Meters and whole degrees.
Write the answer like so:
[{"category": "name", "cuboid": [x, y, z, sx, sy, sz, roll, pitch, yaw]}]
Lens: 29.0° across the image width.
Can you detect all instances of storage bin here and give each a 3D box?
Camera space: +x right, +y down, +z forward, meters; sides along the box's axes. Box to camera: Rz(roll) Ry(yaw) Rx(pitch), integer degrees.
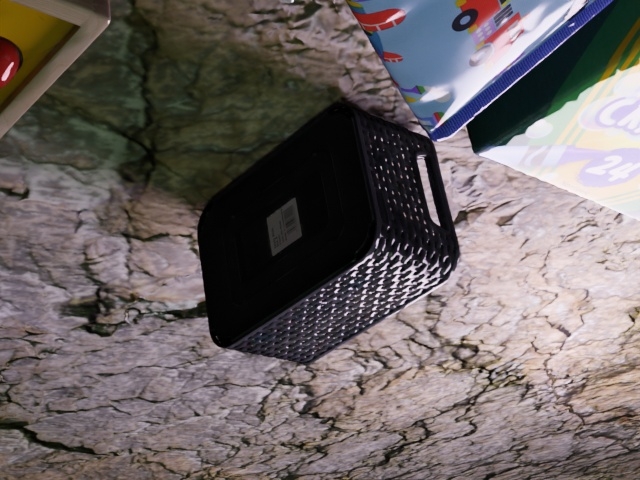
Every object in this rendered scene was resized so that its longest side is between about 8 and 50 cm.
[{"category": "storage bin", "cuboid": [0.000, 0.000, 0.891, 0.084, 0.122, 0.180, 16, 142, -39]}]

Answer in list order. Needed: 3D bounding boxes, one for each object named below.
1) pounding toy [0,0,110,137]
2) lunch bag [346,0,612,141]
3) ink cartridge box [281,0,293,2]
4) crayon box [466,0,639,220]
[{"category": "pounding toy", "cuboid": [-0.150, -0.136, 0.625, 0.181, 0.094, 0.206, 16, 143, -39]}, {"category": "lunch bag", "cuboid": [0.124, -0.213, 0.575, 0.293, 0.138, 0.221, -30, 150, 7]}, {"category": "ink cartridge box", "cuboid": [-0.099, -0.250, 0.288, 0.308, 0.091, 0.385, 32, 163, 6]}, {"category": "crayon box", "cuboid": [0.269, -0.136, 0.775, 0.203, 0.083, 0.323, 16, 141, -40]}]
